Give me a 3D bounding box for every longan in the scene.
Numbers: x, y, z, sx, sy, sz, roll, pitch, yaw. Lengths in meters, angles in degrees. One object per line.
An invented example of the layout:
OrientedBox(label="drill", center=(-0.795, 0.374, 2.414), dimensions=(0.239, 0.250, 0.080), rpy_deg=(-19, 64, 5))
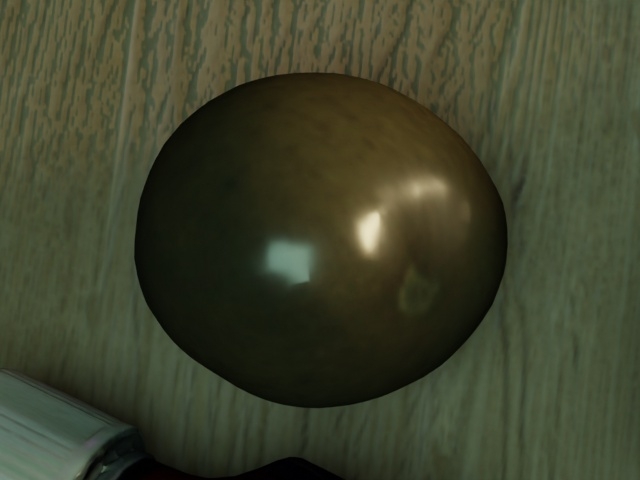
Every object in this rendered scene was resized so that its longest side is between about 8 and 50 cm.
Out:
OrientedBox(label="longan", center=(0.000, 0.000, 1.192), dimensions=(0.248, 0.248, 0.248), rpy_deg=(0, 93, 8))

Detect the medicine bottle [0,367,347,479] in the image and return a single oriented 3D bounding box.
OrientedBox(label="medicine bottle", center=(-0.082, 0.231, 1.237), dimensions=(0.395, 0.242, 0.242), rpy_deg=(28, 97, 19))
